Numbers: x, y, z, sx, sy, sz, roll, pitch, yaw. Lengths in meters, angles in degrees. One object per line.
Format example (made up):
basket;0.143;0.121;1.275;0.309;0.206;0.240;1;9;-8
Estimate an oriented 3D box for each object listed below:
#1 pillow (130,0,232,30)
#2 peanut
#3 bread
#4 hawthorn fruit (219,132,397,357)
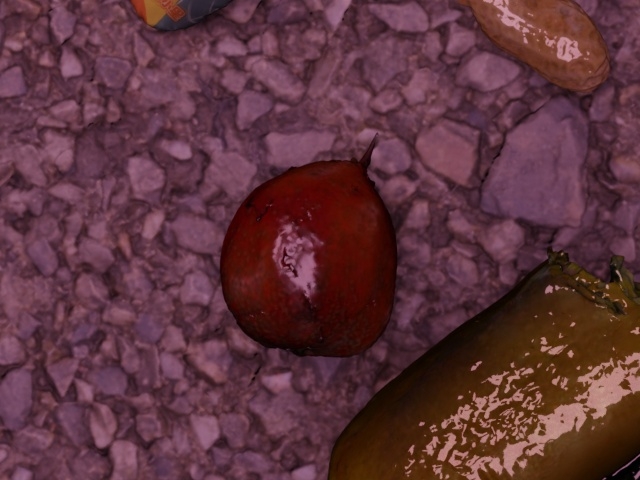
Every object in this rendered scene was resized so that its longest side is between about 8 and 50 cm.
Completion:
pillow;-0.159;-0.328;1.948;0.233;0.086;0.214;33;103;1
peanut;0.211;-0.211;1.917;0.174;0.080;0.080;36;93;6
bread;0.179;0.181;1.835;0.376;0.208;0.251;-40;47;5
hawthorn fruit;0.000;0.000;1.897;0.181;0.181;0.235;21;79;4
